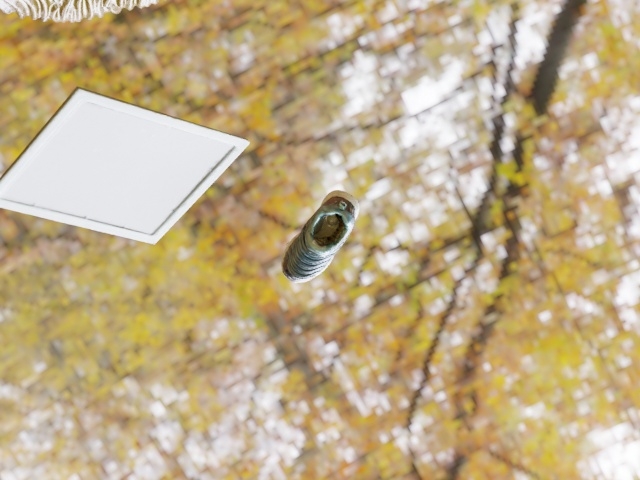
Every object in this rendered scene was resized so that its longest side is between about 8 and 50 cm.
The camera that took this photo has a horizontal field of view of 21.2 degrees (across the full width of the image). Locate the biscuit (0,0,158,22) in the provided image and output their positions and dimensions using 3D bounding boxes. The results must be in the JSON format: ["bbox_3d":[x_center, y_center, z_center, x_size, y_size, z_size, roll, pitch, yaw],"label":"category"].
[{"bbox_3d":[-0.208,-0.313,1.855,0.318,0.040,0.318,-17,168,-4],"label":"biscuit"}]

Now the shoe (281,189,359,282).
[{"bbox_3d":[0.000,0.000,2.301,0.143,0.064,0.071,-53,-174,14],"label":"shoe"}]

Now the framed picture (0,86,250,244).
[{"bbox_3d":[-0.167,-0.060,1.409,0.142,0.183,0.011,-45,-129,29],"label":"framed picture"}]
